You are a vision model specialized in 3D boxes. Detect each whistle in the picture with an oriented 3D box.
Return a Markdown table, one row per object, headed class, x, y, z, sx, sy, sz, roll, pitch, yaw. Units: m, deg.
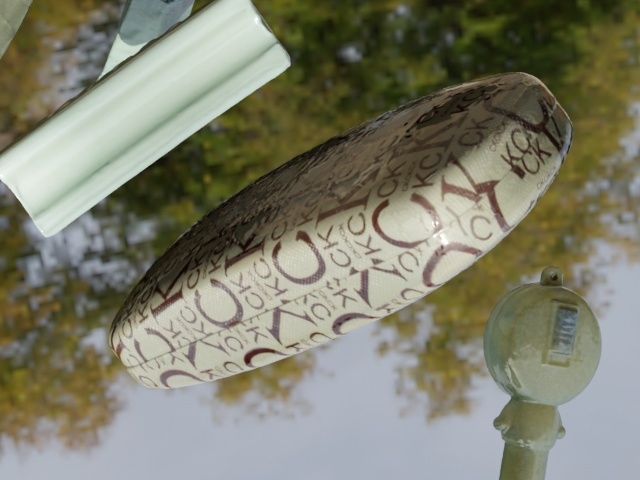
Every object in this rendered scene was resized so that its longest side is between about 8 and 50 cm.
| class | x | y | z | sx | sy | sz | roll | pitch | yaw |
| --- | --- | --- | --- | --- | --- | --- | --- | --- | --- |
| whistle | 0.218 | 0.153 | 1.847 | 0.126 | 0.258 | 0.067 | 11 | 179 | -25 |

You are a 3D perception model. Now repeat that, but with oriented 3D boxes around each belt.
| class | x | y | z | sx | sy | sz | roll | pitch | yaw |
| --- | --- | --- | --- | --- | --- | --- | --- | --- | --- |
| belt | -0.163 | -0.225 | 1.865 | 0.087 | 0.302 | 0.072 | 24 | -127 | 0 |

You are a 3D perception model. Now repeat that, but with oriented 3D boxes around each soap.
| class | x | y | z | sx | sy | sz | roll | pitch | yaw |
| --- | --- | --- | --- | --- | --- | --- | --- | --- | --- |
| soap | -0.158 | -0.120 | 1.637 | 0.265 | 0.087 | 0.160 | -35 | -171 | 2 |

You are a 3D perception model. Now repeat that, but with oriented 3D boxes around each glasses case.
| class | x | y | z | sx | sy | sz | roll | pitch | yaw |
| --- | --- | --- | --- | --- | --- | --- | --- | --- | --- |
| glasses case | 0.000 | 0.000 | 1.029 | 0.355 | 0.085 | 0.137 | -23 | -160 | 51 |

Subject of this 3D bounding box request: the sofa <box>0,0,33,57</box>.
| class | x | y | z | sx | sy | sz | roll | pitch | yaw |
| --- | --- | --- | --- | --- | --- | --- | --- | --- | --- |
| sofa | -0.360 | -0.189 | 1.382 | 0.210 | 0.225 | 0.176 | -12 | -133 | 58 |
